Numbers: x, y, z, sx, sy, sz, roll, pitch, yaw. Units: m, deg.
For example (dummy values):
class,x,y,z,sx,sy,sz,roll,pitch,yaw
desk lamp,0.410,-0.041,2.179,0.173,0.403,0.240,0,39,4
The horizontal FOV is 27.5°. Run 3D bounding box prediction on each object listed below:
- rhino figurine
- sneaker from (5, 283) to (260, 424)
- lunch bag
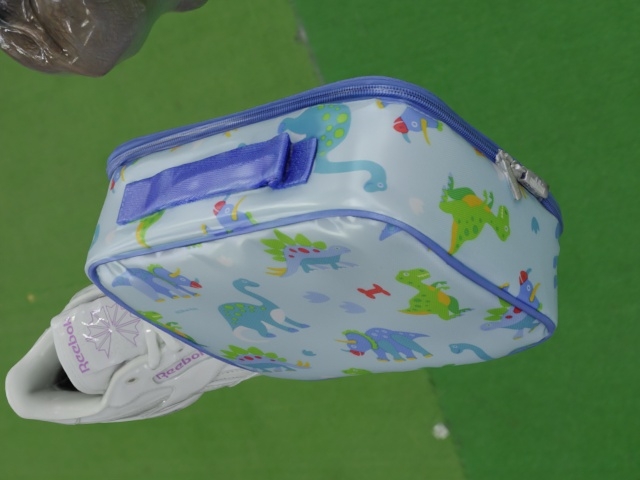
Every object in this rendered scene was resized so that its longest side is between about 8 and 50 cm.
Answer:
class,x,y,z,sx,sy,sz,roll,pitch,yaw
rhino figurine,-0.095,-0.155,0.643,0.073,0.243,0.106,-30,104,34
sneaker,-0.082,0.058,0.875,0.305,0.152,0.114,-31,76,30
lunch bag,0.000,0.000,0.661,0.219,0.176,0.090,-12,58,41
